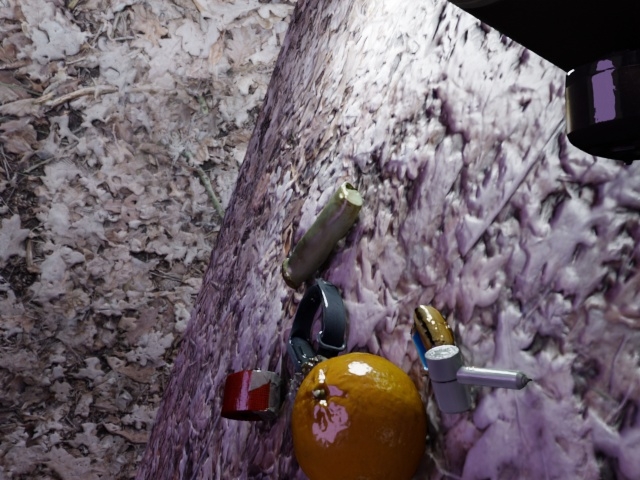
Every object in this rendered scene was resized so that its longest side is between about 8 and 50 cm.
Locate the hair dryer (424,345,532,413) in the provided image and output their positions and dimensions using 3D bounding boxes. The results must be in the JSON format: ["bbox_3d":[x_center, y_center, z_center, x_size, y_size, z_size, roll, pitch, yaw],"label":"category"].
[{"bbox_3d":[0.206,0.183,0.650,0.137,0.047,0.081,-10,98,44],"label":"hair dryer"}]

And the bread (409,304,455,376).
[{"bbox_3d":[0.171,0.151,0.756,0.106,0.053,0.072,-107,17,-57],"label":"bread"}]

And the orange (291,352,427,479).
[{"bbox_3d":[0.054,0.279,0.763,0.219,0.193,0.219,-55,12,18],"label":"orange"}]

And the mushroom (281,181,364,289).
[{"bbox_3d":[0.000,0.000,1.220,0.312,0.081,0.099,-53,33,31],"label":"mushroom"}]

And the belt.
[{"bbox_3d":[-0.178,0.388,1.276,0.201,0.128,0.124,-40,40,54],"label":"belt"}]

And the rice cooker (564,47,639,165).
[{"bbox_3d":[0.313,-0.131,0.492,0.112,0.166,0.106,-4,80,59],"label":"rice cooker"}]

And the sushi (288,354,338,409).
[{"bbox_3d":[0.002,0.282,0.985,0.226,0.103,0.097,-53,13,35],"label":"sushi"}]

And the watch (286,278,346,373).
[{"bbox_3d":[-0.008,0.198,1.108,0.192,0.069,0.206,-68,21,14],"label":"watch"}]

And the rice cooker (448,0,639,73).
[{"bbox_3d":[0.278,-0.364,0.520,0.335,0.326,0.334,-47,34,47],"label":"rice cooker"}]
